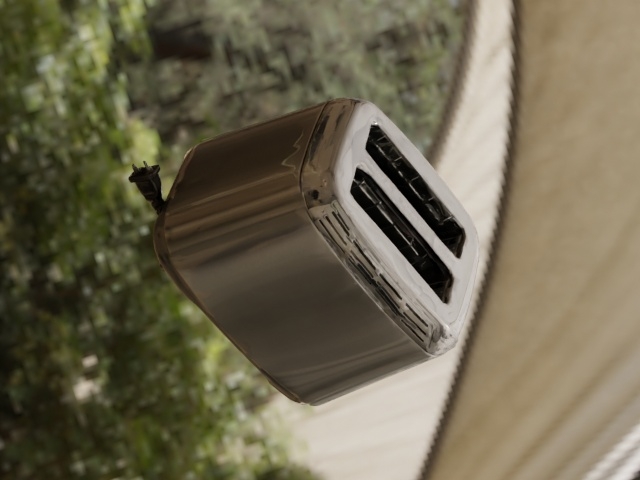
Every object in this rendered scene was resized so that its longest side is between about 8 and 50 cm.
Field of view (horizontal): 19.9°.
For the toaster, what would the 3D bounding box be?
[{"bbox_3d":[0.000,0.000,1.183,0.227,0.146,0.129,49,40,-28],"label":"toaster"}]
